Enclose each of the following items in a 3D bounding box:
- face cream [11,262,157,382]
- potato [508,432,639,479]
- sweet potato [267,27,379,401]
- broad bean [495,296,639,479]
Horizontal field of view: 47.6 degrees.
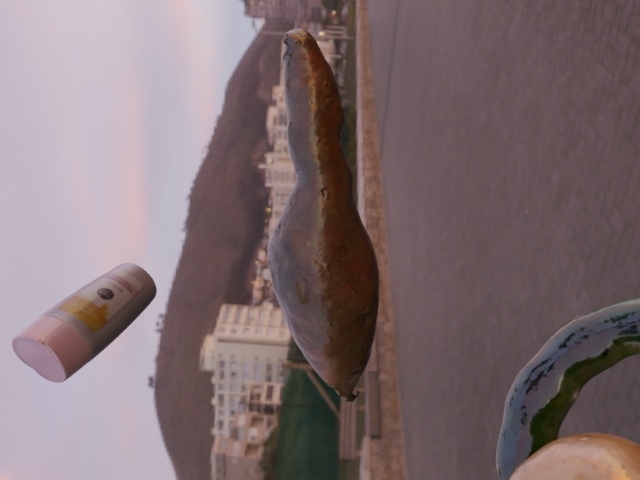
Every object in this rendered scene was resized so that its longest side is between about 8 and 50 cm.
[{"bbox_3d":[-0.288,0.096,0.914,0.057,0.084,0.198,-62,-7,32],"label":"face cream"},{"bbox_3d":[0.216,0.209,0.584,0.147,0.112,0.112,-30,43,39],"label":"potato"},{"bbox_3d":[0.000,-0.002,0.483,0.075,0.074,0.270,-84,-12,-75],"label":"sweet potato"},{"bbox_3d":[0.259,0.147,0.686,0.049,0.292,0.144,20,-145,-48],"label":"broad bean"}]
